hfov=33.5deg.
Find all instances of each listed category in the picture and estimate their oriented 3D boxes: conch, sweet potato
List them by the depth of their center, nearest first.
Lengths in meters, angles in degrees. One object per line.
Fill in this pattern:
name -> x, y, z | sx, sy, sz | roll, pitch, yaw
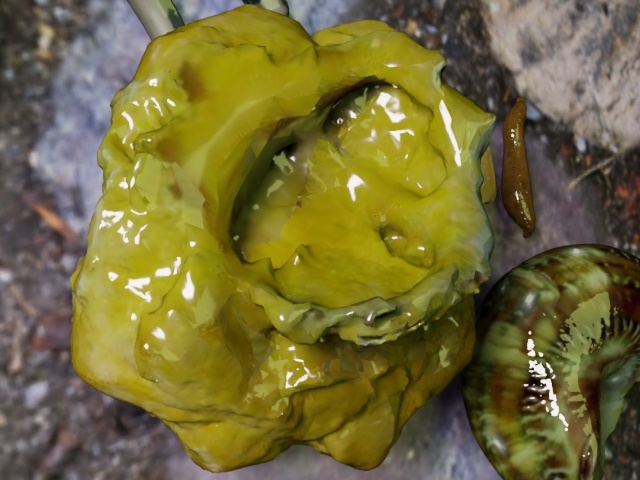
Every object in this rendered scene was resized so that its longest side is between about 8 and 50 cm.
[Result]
conch -> 0.175, 0.092, 0.767 | 0.181, 0.124, 0.187 | -29, 126, -46
sweet potato -> 0.151, -0.058, 0.824 | 0.026, 0.026, 0.115 | 7, 75, -38

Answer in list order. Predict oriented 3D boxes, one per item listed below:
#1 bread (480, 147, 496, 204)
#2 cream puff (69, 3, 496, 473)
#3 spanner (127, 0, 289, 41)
bread -> 0.096, -0.052, 0.772 | 0.083, 0.035, 0.070 | -19, 97, -45
cream puff -> -0.002, 0.000, 0.580 | 0.282, 0.185, 0.281 | -6, 99, -42
spanner -> -0.126, -0.247, 0.598 | 0.096, 0.040, 0.325 | -35, 109, -12
